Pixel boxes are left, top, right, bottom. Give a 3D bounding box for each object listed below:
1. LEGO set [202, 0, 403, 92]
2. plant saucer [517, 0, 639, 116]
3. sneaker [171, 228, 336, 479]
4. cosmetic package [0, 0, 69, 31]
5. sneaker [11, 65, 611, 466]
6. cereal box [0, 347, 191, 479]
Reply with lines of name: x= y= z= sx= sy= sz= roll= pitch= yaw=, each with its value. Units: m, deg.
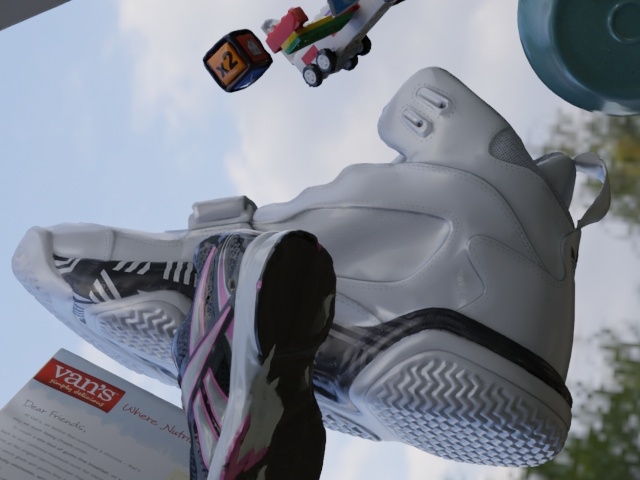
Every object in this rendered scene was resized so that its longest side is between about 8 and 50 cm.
LEGO set: x=0.046 y=-0.150 z=0.878 sx=0.060 sy=0.244 sz=0.182 roll=53 pitch=180 yaw=8
plant saucer: x=0.166 y=-0.120 z=0.983 sx=0.021 sy=0.119 sz=0.119 roll=-84 pitch=-9 yaw=-68
sneaker: x=-0.042 y=0.078 z=0.932 sx=0.072 sy=0.077 sz=0.178 roll=10 pitch=-87 yaw=-45
cosmetic package: x=-0.270 y=-0.214 z=1.140 sx=0.151 sy=0.184 sz=0.151 roll=-37 pitch=-47 yaw=-50
sneaker: x=0.000 y=0.000 z=1.148 sx=0.137 sy=0.366 sz=0.210 roll=68 pitch=-141 yaw=-64
cereal box: x=-0.137 y=0.174 z=1.029 sx=0.240 sy=0.173 sz=0.047 roll=-49 pitch=-19 yaw=-51
